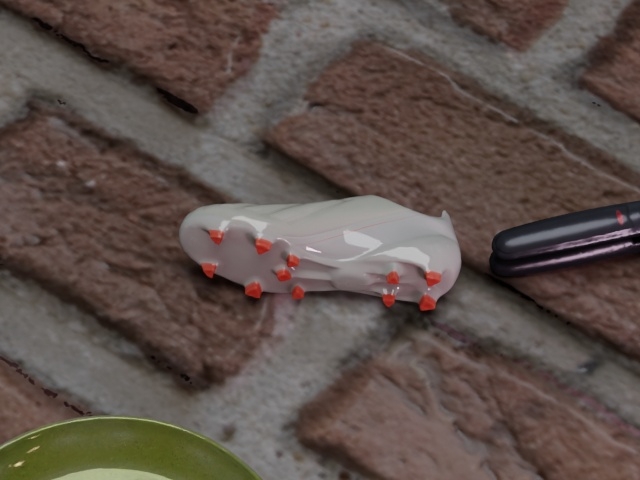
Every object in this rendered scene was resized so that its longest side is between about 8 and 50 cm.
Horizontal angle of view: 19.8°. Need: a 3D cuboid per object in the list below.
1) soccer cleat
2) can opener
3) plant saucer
[{"bbox_3d":[0.000,0.000,1.267,0.196,0.068,0.076,9,48,-6],"label":"soccer cleat"},{"bbox_3d":[0.210,-0.004,1.285,0.186,0.059,0.073,-4,54,-8],"label":"can opener"},{"bbox_3d":[-0.129,0.218,1.108,0.241,0.037,0.241,2,53,-2],"label":"plant saucer"}]
